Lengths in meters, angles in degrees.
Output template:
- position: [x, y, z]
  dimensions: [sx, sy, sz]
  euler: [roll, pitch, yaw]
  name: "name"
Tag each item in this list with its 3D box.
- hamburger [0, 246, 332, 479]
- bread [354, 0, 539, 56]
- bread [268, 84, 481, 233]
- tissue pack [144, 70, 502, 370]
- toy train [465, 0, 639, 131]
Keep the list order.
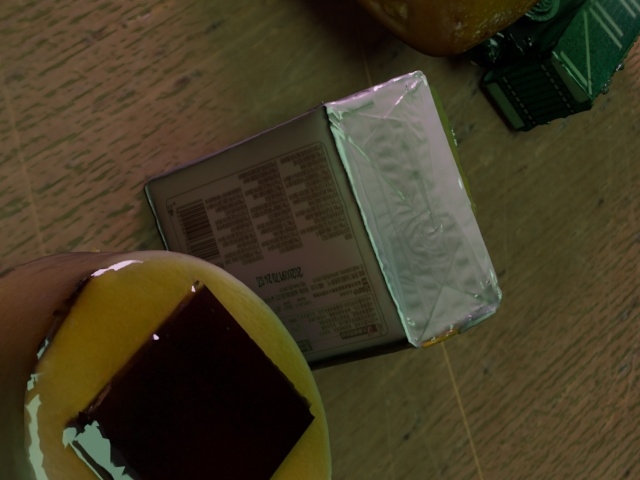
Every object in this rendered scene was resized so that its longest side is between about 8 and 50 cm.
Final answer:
- position: [-0.134, 0.147, 1.171]
  dimensions: [0.302, 0.170, 0.302]
  euler: [17, 62, -36]
  name: "hamburger"
- position: [0.106, -0.349, 1.476]
  dimensions: [0.328, 0.148, 0.337]
  euler: [49, 58, 1]
  name: "bread"
- position: [0.048, -0.021, 1.427]
  dimensions: [0.138, 0.102, 0.196]
  euler: [-25, 98, -40]
  name: "bread"
- position: [0.000, 0.000, 1.293]
  dimensions: [0.124, 0.225, 0.185]
  euler: [-23, 93, -42]
  name: "tissue pack"
- position: [0.231, -0.229, 1.641]
  dimensions: [0.154, 0.115, 0.269]
  euler: [48, 50, -14]
  name: "toy train"
